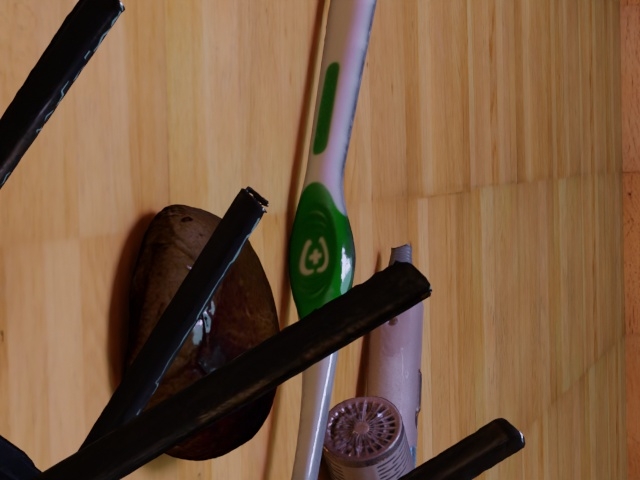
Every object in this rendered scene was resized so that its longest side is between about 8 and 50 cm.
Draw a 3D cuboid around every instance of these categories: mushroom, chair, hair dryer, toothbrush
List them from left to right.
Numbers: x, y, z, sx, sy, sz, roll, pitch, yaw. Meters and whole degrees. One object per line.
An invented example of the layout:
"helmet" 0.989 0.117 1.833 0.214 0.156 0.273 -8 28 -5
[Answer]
"chair" -0.077 0.086 0.538 0.247 0.172 0.159 -43 154 -5
"mushroom" -0.050 0.041 0.815 0.123 0.052 0.123 -5 90 -75
"toothbrush" 0.003 0.002 1.020 0.040 0.042 0.418 36 52 -42
"hair dryer" 0.047 0.116 1.189 0.220 0.054 0.195 -85 166 -44
